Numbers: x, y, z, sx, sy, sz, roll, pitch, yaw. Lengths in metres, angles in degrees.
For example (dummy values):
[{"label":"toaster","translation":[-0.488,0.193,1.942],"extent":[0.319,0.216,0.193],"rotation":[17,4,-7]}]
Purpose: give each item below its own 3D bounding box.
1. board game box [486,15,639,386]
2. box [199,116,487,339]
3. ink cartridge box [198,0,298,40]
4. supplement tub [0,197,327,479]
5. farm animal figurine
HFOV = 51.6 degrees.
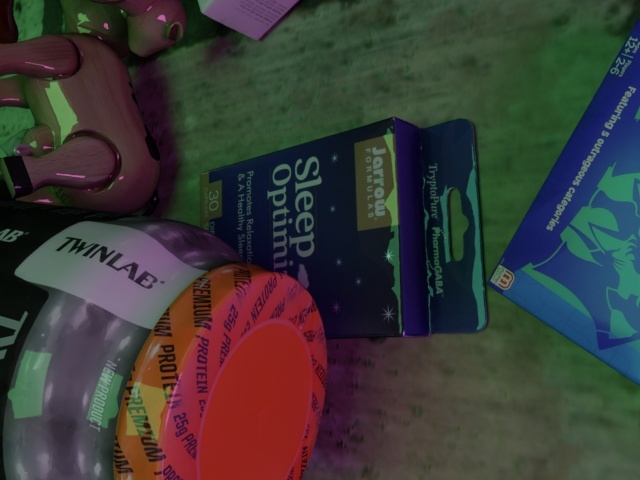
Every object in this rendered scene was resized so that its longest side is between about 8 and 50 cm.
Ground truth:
[{"label":"board game box","translation":[0.197,0.006,0.273],"extent":[0.210,0.047,0.160],"rotation":[36,107,37]},{"label":"box","translation":[0.000,0.000,0.453],"extent":[0.225,0.037,0.136],"rotation":[-9,78,38]},{"label":"ink cartridge box","translation":[-0.035,-0.245,0.497],"extent":[0.150,0.063,0.109],"rotation":[-33,64,32]},{"label":"supplement tub","translation":[-0.168,0.073,0.419],"extent":[0.316,0.194,0.193],"rotation":[6,88,28]},{"label":"farm animal figurine","translation":[-0.206,-0.162,0.567],"extent":[0.330,0.172,0.326],"rotation":[5,106,55]}]
